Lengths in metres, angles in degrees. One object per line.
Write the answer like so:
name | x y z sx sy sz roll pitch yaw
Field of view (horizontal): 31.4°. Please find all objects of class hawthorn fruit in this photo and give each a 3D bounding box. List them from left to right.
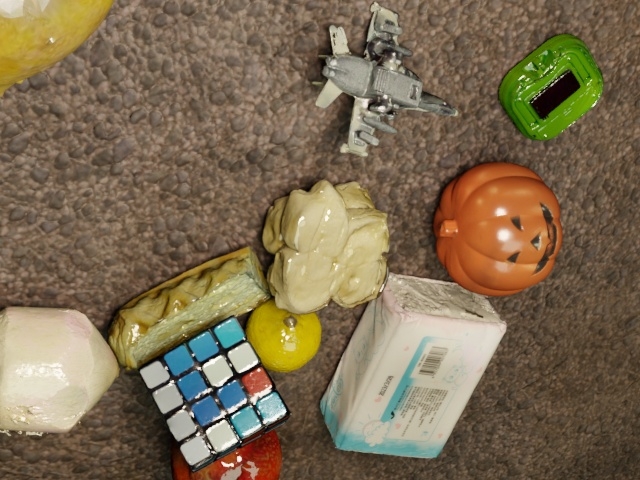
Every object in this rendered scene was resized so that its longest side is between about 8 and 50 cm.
hawthorn fruit | -0.137 0.332 1.679 0.173 0.173 0.179 -8 133 -19

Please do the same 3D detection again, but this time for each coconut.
coconut | -0.348 0.168 1.453 0.182 0.171 0.171 7 121 -15

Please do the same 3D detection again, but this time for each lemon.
lemon | -0.052 0.130 1.596 0.109 0.109 0.133 -9 160 -19

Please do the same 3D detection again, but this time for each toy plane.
toy plane | 0.100 -0.192 1.455 0.262 0.088 0.192 11 91 -35

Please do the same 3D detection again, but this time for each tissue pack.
tissue pack | 0.135 0.193 1.724 0.201 0.124 0.271 8 121 -30

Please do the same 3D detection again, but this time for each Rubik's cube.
Rubik's cube | -0.144 0.211 1.538 0.151 0.154 0.155 -28 170 -11

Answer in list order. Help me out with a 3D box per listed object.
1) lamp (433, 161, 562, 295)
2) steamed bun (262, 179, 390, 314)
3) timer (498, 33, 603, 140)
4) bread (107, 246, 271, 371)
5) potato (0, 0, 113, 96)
lamp | 0.237 -0.016 1.581 0.163 0.188 0.188 -1 124 -24
steamed bun | 0.000 0.000 1.538 0.177 0.106 0.192 -16 117 -31
timer | 0.320 -0.208 1.568 0.140 0.047 0.128 -39 130 5
bread | -0.180 0.089 1.525 0.232 0.088 0.128 -31 161 -3
potato | -0.378 -0.246 1.039 0.397 0.296 0.290 -18 118 -20
